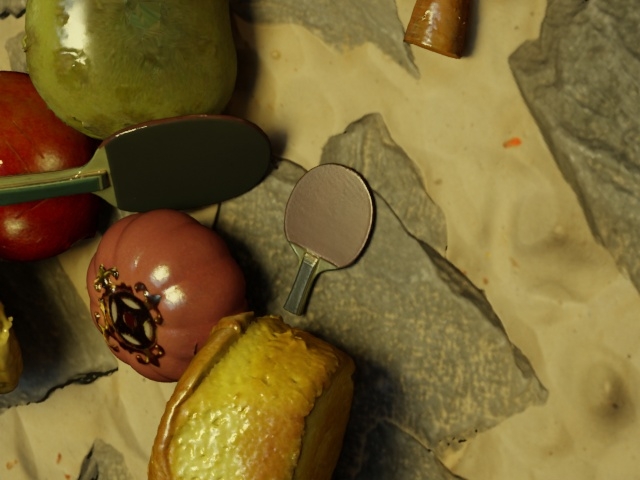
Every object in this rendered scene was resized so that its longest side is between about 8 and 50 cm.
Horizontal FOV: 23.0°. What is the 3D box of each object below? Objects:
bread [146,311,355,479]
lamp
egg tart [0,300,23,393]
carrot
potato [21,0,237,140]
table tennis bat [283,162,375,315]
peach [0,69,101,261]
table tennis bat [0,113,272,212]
[{"bbox_3d":[-0.063,0.194,1.481,0.146,0.268,0.268,20,105,14],"label":"bread"},{"bbox_3d":[-0.147,0.053,1.570,0.182,0.140,0.182,19,121,35],"label":"lamp"},{"bbox_3d":[-0.463,0.024,1.624,0.169,0.388,0.388,-36,74,-16],"label":"egg tart"},{"bbox_3d":[0.126,-0.279,1.429,0.057,0.057,0.224,17,100,26],"label":"carrot"},{"bbox_3d":[-0.185,-0.237,1.523,0.173,0.210,0.307,172,97,-70],"label":"potato"},{"bbox_3d":[0.000,0.000,1.547,0.095,0.014,0.158,27,105,22],"label":"table tennis bat"},{"bbox_3d":[-0.310,-0.066,1.623,0.197,0.197,0.197,3,97,28],"label":"peach"},{"bbox_3d":[-0.182,-0.067,1.526,0.274,0.154,0.021,-9,59,-5],"label":"table tennis bat"}]
